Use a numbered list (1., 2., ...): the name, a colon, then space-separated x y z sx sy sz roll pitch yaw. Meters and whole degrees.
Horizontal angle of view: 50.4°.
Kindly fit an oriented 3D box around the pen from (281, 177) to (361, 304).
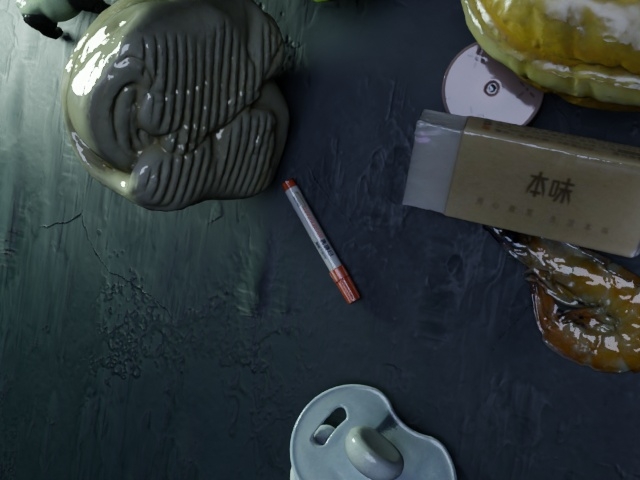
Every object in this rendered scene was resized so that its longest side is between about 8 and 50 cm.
1. pen: 0.000 0.000 1.147 0.028 0.028 0.239 -32 80 16

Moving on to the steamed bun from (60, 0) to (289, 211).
1. steamed bun: -0.238 -0.228 1.064 0.255 0.368 0.342 25 117 32

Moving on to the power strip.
1. power strip: 0.261 -0.222 1.030 0.154 0.078 0.154 1 94 17

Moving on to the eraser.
1. eraser: 0.297 -0.086 0.974 0.343 0.078 0.144 13 122 12

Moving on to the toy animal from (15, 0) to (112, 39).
1. toy animal: -0.450 -0.455 1.248 0.225 0.121 0.094 -12 86 17

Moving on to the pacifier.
1. pacifier: 0.074 0.344 1.024 0.279 0.207 0.227 38 68 15

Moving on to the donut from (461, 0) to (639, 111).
1. donut: 0.404 -0.359 0.879 0.449 0.198 0.449 -4 69 11

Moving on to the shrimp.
1. shrimp: 0.362 0.081 1.011 0.317 0.062 0.164 36 109 17
